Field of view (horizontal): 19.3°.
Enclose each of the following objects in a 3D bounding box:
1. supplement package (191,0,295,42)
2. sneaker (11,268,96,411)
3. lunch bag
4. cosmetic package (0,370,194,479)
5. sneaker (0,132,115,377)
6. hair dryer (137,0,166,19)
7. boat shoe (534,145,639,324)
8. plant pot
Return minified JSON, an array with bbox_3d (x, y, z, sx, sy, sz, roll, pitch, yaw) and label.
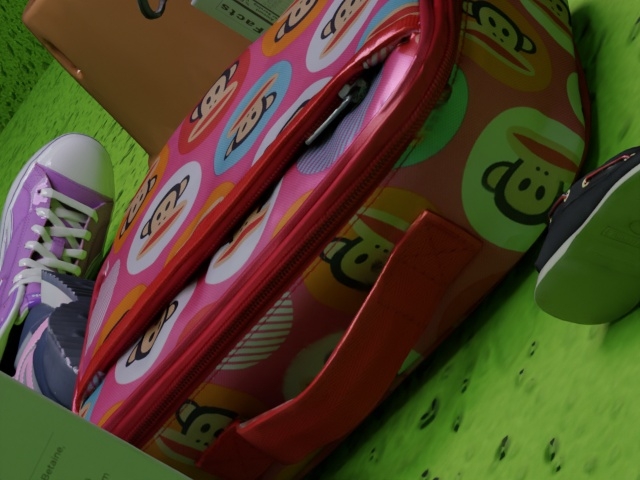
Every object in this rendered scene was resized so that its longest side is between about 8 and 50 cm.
[{"bbox_3d":[0.049,-0.210,1.113,0.244,0.139,0.134,-41,21,51],"label":"supplement package"},{"bbox_3d":[-0.139,0.105,1.182,0.319,0.112,0.131,-143,69,-79],"label":"sneaker"},{"bbox_3d":[0.000,0.000,0.880,0.293,0.120,0.258,-48,21,28],"label":"lunch bag"},{"bbox_3d":[-0.212,0.122,0.792,0.197,0.365,0.155,-29,31,61],"label":"cosmetic package"},{"bbox_3d":[-0.240,0.029,1.694,0.161,0.102,0.282,-12,57,66],"label":"sneaker"},{"bbox_3d":[-0.041,-0.294,1.165,0.223,0.080,0.293,-44,16,52],"label":"hair dryer"},{"bbox_3d":[0.116,-0.017,0.635,0.133,0.049,0.042,-46,25,54],"label":"boat shoe"},{"bbox_3d":[-0.086,-0.191,1.409,0.291,0.203,0.291,-51,15,20],"label":"plant pot"}]
